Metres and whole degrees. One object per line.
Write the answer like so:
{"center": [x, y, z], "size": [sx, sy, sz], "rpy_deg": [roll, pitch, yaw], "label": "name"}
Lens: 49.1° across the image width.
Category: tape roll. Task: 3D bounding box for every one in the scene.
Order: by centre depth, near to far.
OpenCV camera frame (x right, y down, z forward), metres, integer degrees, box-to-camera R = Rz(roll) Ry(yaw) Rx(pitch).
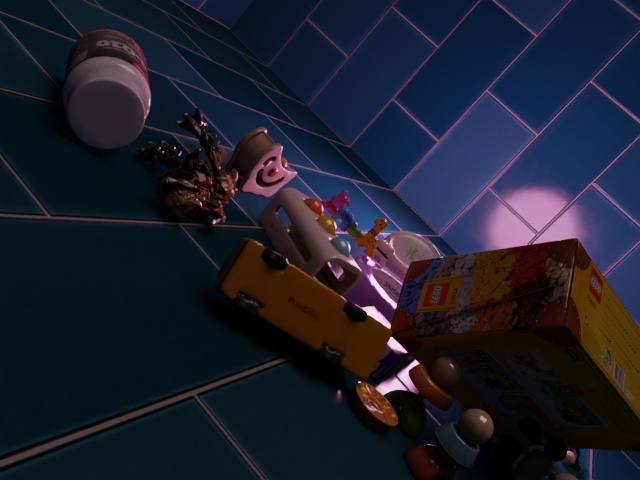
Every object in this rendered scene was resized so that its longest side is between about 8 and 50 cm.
{"center": [0.164, 0.161, 1.706], "size": [0.275, 0.090, 0.275], "rpy_deg": [38, 16, -13], "label": "tape roll"}

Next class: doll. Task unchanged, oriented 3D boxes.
{"center": [0.697, 0.582, 1.969], "size": [0.129, 0.046, 0.189], "rpy_deg": [54, 23, 8], "label": "doll"}

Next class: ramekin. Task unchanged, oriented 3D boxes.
{"center": [0.243, 0.068, 1.972], "size": [0.207, 0.109, 0.207], "rpy_deg": [17, 40, -15], "label": "ramekin"}

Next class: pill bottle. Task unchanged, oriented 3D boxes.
{"center": [-0.414, -0.297, 1.366], "size": [0.161, 0.161, 0.283], "rpy_deg": [33, 17, -31], "label": "pill bottle"}

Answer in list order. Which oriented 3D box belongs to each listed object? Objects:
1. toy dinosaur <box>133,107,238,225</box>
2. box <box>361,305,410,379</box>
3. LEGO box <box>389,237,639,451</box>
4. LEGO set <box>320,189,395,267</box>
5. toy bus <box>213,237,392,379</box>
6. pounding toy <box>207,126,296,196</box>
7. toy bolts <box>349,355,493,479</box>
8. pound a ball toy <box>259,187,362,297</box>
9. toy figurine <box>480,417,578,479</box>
{"center": [-0.251, -0.124, 1.424], "size": [0.218, 0.164, 0.322], "rpy_deg": [58, -3, 2], "label": "toy dinosaur"}
{"center": [0.113, 0.210, 1.466], "size": [0.137, 0.072, 0.126], "rpy_deg": [47, 15, 17], "label": "box"}
{"center": [0.445, 0.239, 1.455], "size": [0.500, 0.373, 0.193], "rpy_deg": [45, 52, -33], "label": "LEGO box"}
{"center": [0.110, -0.038, 1.718], "size": [0.227, 0.093, 0.087], "rpy_deg": [46, 9, -7], "label": "LEGO set"}
{"center": [-0.030, 0.119, 1.222], "size": [0.333, 0.108, 0.130], "rpy_deg": [34, -8, -23], "label": "toy bus"}
{"center": [-0.176, -0.224, 1.787], "size": [0.155, 0.154, 0.269], "rpy_deg": [48, 15, 19], "label": "pounding toy"}
{"center": [0.192, 0.301, 1.242], "size": [0.218, 0.158, 0.228], "rpy_deg": [28, 20, -43], "label": "toy bolts"}
{"center": [0.000, 0.000, 1.646], "size": [0.208, 0.135, 0.319], "rpy_deg": [29, 20, -41], "label": "pound a ball toy"}
{"center": [0.459, 0.487, 1.428], "size": [0.210, 0.148, 0.213], "rpy_deg": [31, 18, -37], "label": "toy figurine"}
